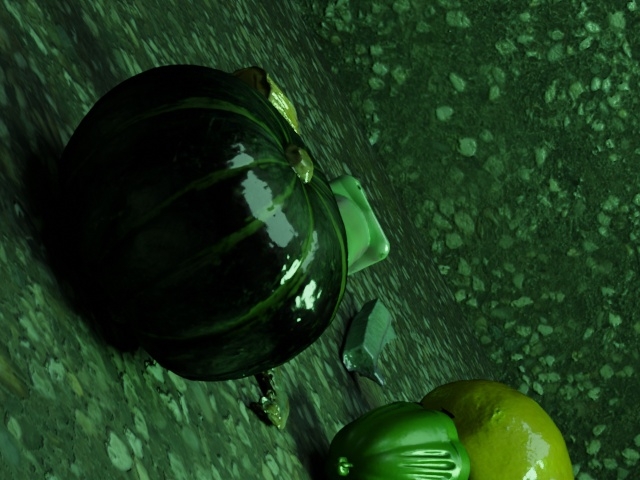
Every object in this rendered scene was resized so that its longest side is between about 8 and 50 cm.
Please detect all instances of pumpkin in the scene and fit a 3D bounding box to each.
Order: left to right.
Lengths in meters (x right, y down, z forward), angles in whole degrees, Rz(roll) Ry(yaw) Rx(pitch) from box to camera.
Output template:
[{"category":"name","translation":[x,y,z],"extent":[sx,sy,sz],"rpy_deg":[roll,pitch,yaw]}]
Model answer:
[{"category":"pumpkin","translation":[-0.112,-0.021,1.624],"extent":[0.323,0.241,0.323],"rpy_deg":[61,9,-17]}]

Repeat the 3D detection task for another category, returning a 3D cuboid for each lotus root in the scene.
[{"category":"lotus root","translation":[0.070,0.284,2.050],"extent":[0.186,0.186,0.186],"rpy_deg":[60,12,-21]}]

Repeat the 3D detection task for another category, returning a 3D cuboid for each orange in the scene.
[{"category":"orange","translation":[0.224,0.336,2.349],"extent":[0.235,0.279,0.279],"rpy_deg":[-27,91,-47]}]

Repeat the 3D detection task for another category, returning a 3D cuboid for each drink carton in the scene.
[{"category":"drink carton","translation":[0.000,0.000,2.408],"extent":[0.146,0.144,0.142],"rpy_deg":[62,21,-5]}]

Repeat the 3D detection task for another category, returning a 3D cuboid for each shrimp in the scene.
[{"category":"shrimp","translation":[-0.083,0.141,1.948],"extent":[0.195,0.035,0.148],"rpy_deg":[61,14,-21]}]

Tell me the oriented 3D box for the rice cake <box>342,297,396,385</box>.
[{"category":"rice cake","translation":[0.079,0.161,2.598],"extent":[0.081,0.051,0.290],"rpy_deg":[53,14,-7]}]

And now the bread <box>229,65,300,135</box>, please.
[{"category":"bread","translation":[-0.116,-0.116,1.957],"extent":[0.114,0.190,0.132],"rpy_deg":[50,24,-42]}]
